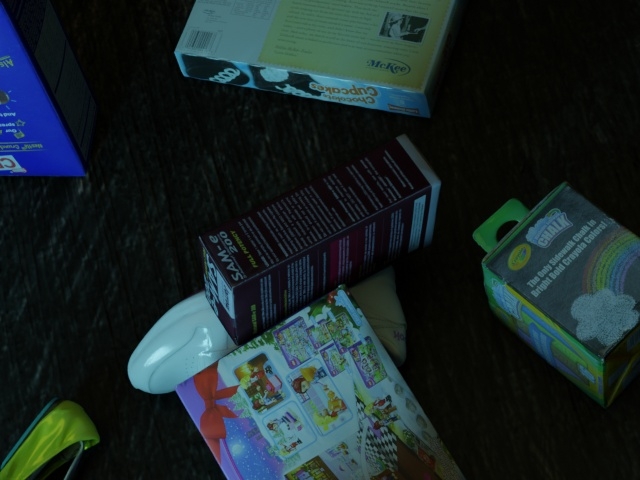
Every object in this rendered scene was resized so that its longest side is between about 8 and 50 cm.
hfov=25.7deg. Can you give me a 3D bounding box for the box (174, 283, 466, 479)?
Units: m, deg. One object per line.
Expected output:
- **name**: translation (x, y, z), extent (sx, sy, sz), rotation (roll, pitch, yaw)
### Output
- **box**: translation (0.014, 0.218, 1.385), extent (0.201, 0.057, 0.293), rotation (-30, 81, -6)

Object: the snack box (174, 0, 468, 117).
- **snack box**: translation (0.004, -0.264, 1.704), extent (0.321, 0.060, 0.187), rotation (12, 65, 17)

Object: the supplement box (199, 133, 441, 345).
- **supplement box**: translation (0.000, 0.000, 1.412), extent (0.239, 0.130, 0.073), rotation (-27, 64, -16)

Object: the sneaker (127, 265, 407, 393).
- **sneaker**: translation (-0.054, 0.115, 1.476), extent (0.305, 0.114, 0.152), rotation (-18, 59, 1)

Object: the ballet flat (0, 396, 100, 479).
- **ballet flat**: translation (-0.322, 0.269, 1.476), extent (0.077, 0.077, 0.231), rotation (39, 72, 9)

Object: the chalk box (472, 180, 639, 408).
- **chalk box**: translation (0.255, 0.043, 1.446), extent (0.132, 0.132, 0.213), rotation (-42, 61, -11)

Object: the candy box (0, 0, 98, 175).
- **candy box**: translation (-0.429, -0.208, 1.612), extent (0.268, 0.317, 0.122), rotation (0, 56, 11)
